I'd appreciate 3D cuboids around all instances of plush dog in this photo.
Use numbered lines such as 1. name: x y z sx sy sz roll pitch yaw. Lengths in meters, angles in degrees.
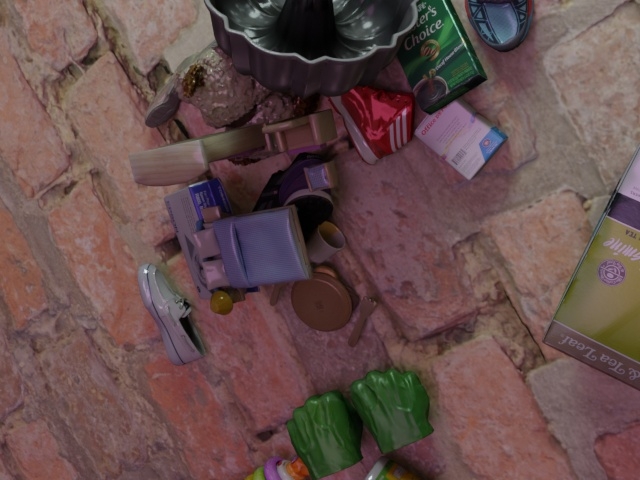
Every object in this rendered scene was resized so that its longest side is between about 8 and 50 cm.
1. plush dog: -0.128 -0.242 1.361 0.262 0.211 0.225 -32 115 30

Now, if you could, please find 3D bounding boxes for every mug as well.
1. mug: 0.003 0.003 1.428 0.062 0.078 0.064 28 129 -22

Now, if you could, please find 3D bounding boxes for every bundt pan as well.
1. bundt pan: -0.019 -0.346 1.197 0.331 0.331 0.124 34 150 13

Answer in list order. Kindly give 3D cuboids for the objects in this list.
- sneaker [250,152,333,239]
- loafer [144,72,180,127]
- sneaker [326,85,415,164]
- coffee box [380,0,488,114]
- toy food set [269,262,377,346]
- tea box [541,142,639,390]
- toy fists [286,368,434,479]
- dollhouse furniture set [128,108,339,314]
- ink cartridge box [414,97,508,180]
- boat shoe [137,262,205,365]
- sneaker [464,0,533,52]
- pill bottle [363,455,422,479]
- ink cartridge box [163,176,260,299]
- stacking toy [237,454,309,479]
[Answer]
1. sneaker: -0.071 -0.055 1.431 0.283 0.107 0.124 -36 46 43
2. loafer: -0.295 -0.270 1.500 0.125 0.045 0.039 -44 50 24
3. sneaker: 0.085 -0.250 1.314 0.128 0.087 0.221 -25 104 19
4. coffee box: 0.176 -0.305 1.238 0.113 0.040 0.184 -29 70 29
5. toy food set: 0.006 0.109 1.462 0.192 0.038 0.132 27 120 10
6. tea box: 0.539 0.054 1.094 0.329 0.220 0.324 27 112 17
7. toy fists: 0.069 0.326 1.437 0.279 0.096 0.142 -26 83 20
8. dollhouse furniture set: -0.113 -0.022 1.231 0.286 0.198 0.303 -7 103 30
9. ink cartridge box: 0.228 -0.171 1.273 0.122 0.052 0.088 42 116 9
10. boat shoe: -0.295 0.144 1.591 0.075 0.083 0.226 -15 108 15
11. sneaker: 0.245 -0.410 1.162 0.104 0.125 0.262 -8 100 27
12. pill bottle: 0.180 0.515 1.424 0.245 0.136 0.136 31 114 15
13. ink cartridge box: -0.209 0.004 1.459 0.224 0.045 0.223 -10 100 62
14. stacking toy: -0.087 0.498 1.551 0.166 0.175 0.302 43 105 6
